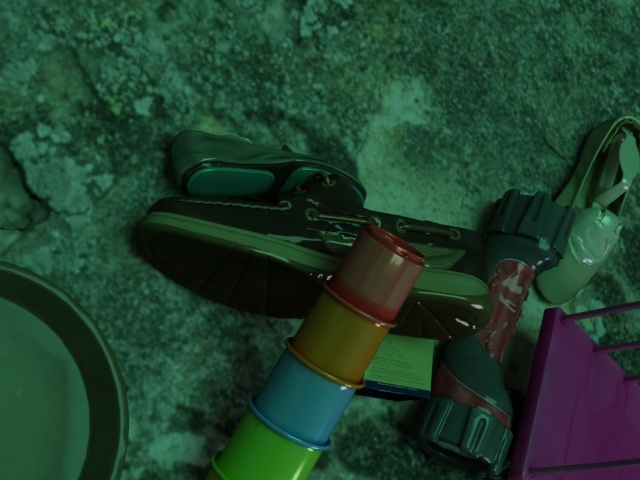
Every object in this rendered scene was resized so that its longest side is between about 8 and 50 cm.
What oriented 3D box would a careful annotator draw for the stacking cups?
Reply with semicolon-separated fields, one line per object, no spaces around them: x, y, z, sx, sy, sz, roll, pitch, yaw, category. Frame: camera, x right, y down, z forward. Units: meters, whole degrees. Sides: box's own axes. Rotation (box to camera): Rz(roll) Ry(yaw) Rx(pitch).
-0.017;0.133;1.092;0.096;0.096;0.316;23;101;-27;stacking cups

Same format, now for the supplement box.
0.064;0.114;1.260;0.083;0.056;0.083;13;74;-30;supplement box

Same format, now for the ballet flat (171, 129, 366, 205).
-0.048;-0.071;1.221;0.213;0.072;0.068;8;46;-34;ballet flat

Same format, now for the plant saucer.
-0.293;0.153;1.035;0.278;0.041;0.278;7;77;-31;plant saucer

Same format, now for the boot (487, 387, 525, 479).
0.199;0.253;1.321;0.086;0.069;0.190;34;56;-18;boot

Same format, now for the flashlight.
0.189;0.092;1.312;0.103;0.103;0.304;27;70;-5;flashlight

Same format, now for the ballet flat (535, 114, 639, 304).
0.317;-0.041;1.437;0.086;0.086;0.248;34;65;-23;ballet flat

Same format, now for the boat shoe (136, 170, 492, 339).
0.000;0.000;1.185;0.342;0.123;0.123;11;61;-9;boat shoe

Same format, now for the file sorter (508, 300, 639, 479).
0.368;0.218;1.315;0.290;0.182;0.202;41;52;-33;file sorter
